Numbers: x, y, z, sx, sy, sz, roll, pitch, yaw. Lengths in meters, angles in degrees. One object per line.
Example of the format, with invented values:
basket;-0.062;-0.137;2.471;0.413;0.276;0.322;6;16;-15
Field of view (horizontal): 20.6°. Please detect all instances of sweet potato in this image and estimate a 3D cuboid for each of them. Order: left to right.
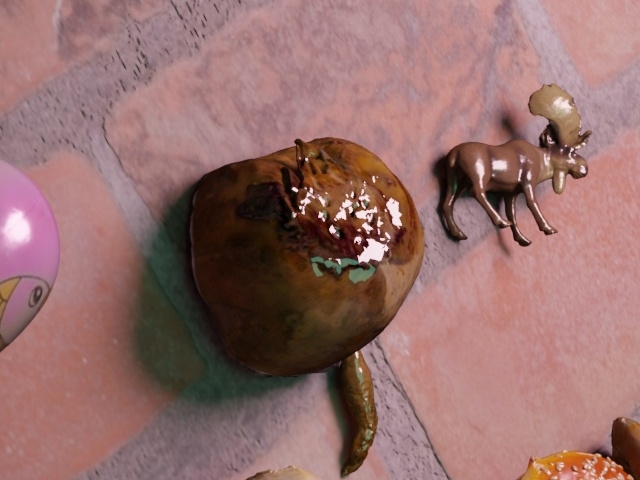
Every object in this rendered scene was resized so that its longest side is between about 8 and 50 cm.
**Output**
sweet potato;0.042;0.181;1.937;0.041;0.038;0.153;-2;89;5

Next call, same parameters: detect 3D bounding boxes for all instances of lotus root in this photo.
lotus root;0.000;0.000;1.836;0.272;0.192;0.272;10;68;-25

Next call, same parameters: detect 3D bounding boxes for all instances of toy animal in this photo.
toy animal;0.243;-0.092;2.100;0.214;0.094;0.186;5;72;-29

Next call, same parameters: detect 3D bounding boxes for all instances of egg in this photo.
egg;-0.357;0.036;1.564;0.271;0.196;0.196;-37;106;-16

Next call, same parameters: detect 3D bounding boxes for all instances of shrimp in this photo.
shrimp;0.405;0.319;2.146;0.061;0.145;0.267;-33;127;-8

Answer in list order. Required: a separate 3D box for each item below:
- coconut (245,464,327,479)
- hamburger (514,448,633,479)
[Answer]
coconut;-0.035;0.335;1.739;0.230;0.227;0.227;37;62;-35
hamburger;0.291;0.354;2.017;0.237;0.147;0.237;2;85;-24
